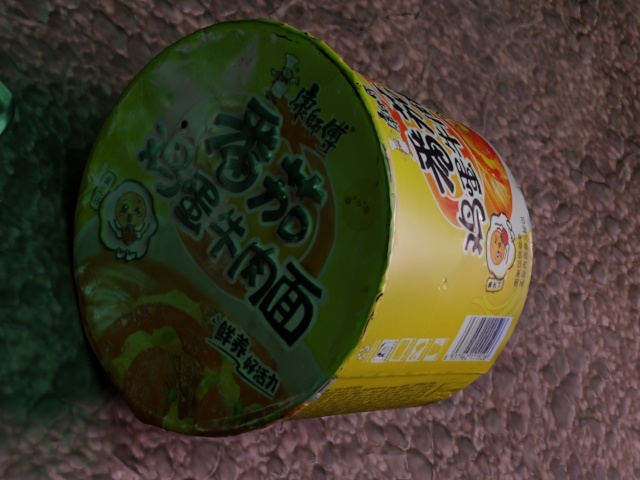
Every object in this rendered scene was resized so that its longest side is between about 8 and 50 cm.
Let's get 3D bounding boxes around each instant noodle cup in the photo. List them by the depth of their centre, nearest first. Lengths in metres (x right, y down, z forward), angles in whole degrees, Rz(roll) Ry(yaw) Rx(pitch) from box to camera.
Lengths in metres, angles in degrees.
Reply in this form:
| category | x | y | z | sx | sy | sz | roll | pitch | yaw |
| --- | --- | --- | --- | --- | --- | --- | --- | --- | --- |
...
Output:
| category | x | y | z | sx | sy | sz | roll | pitch | yaw |
| --- | --- | --- | --- | --- | --- | --- | --- | --- | --- |
| instant noodle cup | 0.000 | 0.000 | 1.251 | 0.200 | 0.264 | 0.264 | 8 | 62 | -50 |

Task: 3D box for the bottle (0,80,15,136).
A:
| category | x | y | z | sx | sy | sz | roll | pitch | yaw |
| --- | --- | --- | --- | --- | --- | --- | --- | --- | --- |
| bottle | -0.296 | -0.140 | 1.158 | 0.254 | 0.079 | 0.096 | 48 | 59 | -15 |
